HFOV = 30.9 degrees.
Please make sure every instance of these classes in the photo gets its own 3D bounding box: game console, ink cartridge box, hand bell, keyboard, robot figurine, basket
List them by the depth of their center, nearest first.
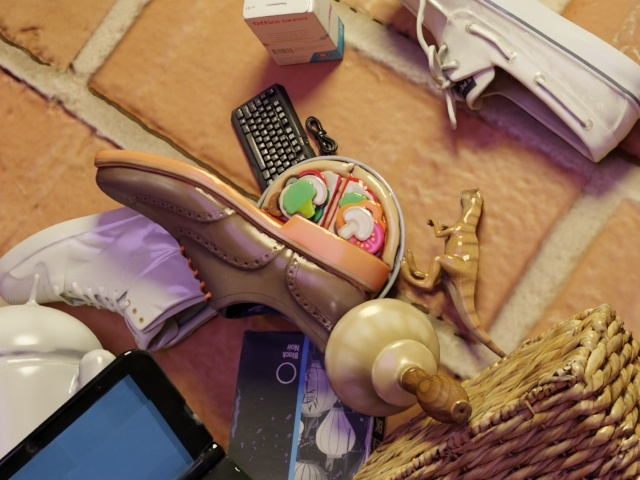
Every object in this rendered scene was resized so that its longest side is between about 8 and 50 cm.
[{"bbox_3d":[0.208,0.231,1.088,0.299,0.213,0.223,-38,89,28],"label":"basket"},{"bbox_3d":[0.094,0.134,1.096,0.126,0.242,0.126,-1,96,-14],"label":"hand bell"},{"bbox_3d":[-0.189,0.303,1.119,0.293,0.173,0.250,-42,63,-18],"label":"game console"},{"bbox_3d":[-0.021,0.264,1.246,0.165,0.065,0.333,0,73,19],"label":"ink cartridge box"},{"bbox_3d":[-0.329,0.223,1.290,0.300,0.200,0.353,-24,66,30],"label":"robot figurine"},{"bbox_3d":[-0.030,-0.263,1.393,0.088,0.122,0.052,-3,72,18],"label":"ink cartridge box"},{"bbox_3d":[-0.036,-0.109,1.399,0.108,0.023,0.180,-28,66,8],"label":"keyboard"}]

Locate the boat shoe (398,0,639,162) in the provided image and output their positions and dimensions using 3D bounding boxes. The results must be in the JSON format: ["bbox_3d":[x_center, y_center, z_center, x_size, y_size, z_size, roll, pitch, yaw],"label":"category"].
[{"bbox_3d":[0.181,-0.200,1.304,0.367,0.136,0.156,36,89,16],"label":"boat shoe"}]

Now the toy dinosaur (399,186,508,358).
[{"bbox_3d":[0.148,0.036,1.262,0.112,0.064,0.211,-6,71,16],"label":"toy dinosaur"}]

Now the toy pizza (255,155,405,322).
[{"bbox_3d":[0.000,0.000,1.324,0.201,0.032,0.201,-4,80,25],"label":"toy pizza"}]

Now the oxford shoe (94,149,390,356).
[{"bbox_3d":[-0.112,0.007,1.265,0.363,0.130,0.133,25,86,20],"label":"oxford shoe"}]

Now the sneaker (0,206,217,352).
[{"bbox_3d":[-0.249,0.061,1.370,0.292,0.108,0.169,-20,64,11],"label":"sneaker"}]
